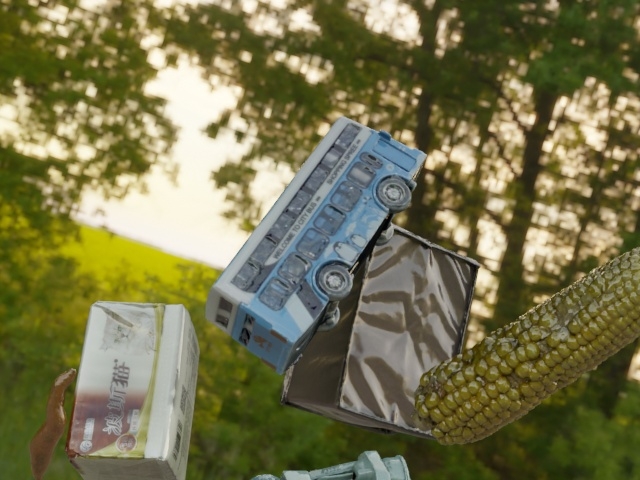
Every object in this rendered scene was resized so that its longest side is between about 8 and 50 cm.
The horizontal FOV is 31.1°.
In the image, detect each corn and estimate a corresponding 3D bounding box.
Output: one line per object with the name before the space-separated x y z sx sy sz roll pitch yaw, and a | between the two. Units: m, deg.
corn | 0.220 0.114 1.165 0.097 0.320 0.097 39 28 -26

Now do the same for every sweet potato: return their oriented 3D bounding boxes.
sweet potato | -0.374 0.260 1.598 0.044 0.179 0.044 17 17 -5

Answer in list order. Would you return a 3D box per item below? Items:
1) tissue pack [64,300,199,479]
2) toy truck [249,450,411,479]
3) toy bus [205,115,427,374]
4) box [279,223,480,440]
tissue pack | -0.169 0.145 1.051 0.099 0.149 0.106 2 -29 4
toy truck | 0.003 0.304 1.000 0.140 0.257 0.108 -1 22 -17
toy bus | 0.000 0.000 1.300 0.131 0.297 0.106 31 -30 6
box | 0.078 0.113 1.468 0.188 0.252 0.153 21 -12 -29
